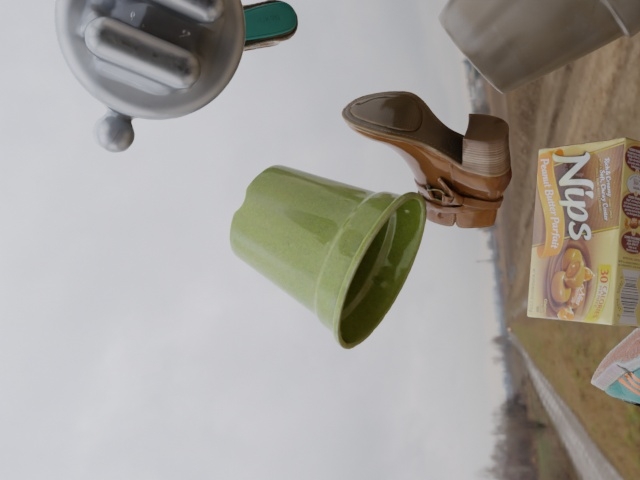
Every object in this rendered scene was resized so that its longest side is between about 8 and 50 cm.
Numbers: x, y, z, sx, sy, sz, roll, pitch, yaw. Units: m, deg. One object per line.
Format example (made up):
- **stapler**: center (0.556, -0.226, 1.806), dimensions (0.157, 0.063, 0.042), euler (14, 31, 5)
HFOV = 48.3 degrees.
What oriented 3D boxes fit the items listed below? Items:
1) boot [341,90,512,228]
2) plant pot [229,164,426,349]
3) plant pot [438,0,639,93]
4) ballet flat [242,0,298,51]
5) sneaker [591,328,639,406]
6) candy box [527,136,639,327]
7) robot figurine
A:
- **boot**: center (0.176, -0.128, 1.192), dimensions (0.220, 0.284, 0.109), euler (80, -154, -51)
- **plant pot**: center (0.000, 0.000, 1.190), dimensions (0.276, 0.254, 0.276), euler (-46, -28, -34)
- **plant pot**: center (0.374, -0.418, 1.251), dimensions (0.323, 0.280, 0.323), euler (38, -155, -22)
- **ballet flat**: center (-0.197, -0.385, 1.345), dimensions (0.106, 0.316, 0.107), euler (179, 81, -68)
- **sneaker**: center (0.628, 0.242, 1.355), dimensions (0.108, 0.121, 0.302), euler (-54, -14, -19)
- **candy box**: center (0.473, -0.012, 1.264), dimensions (0.088, 0.183, 0.316), euler (9, -95, -33)
- **robot figurine**: center (-0.204, -0.247, 0.850), dimensions (0.300, 0.200, 0.353), euler (-66, 19, 2)
